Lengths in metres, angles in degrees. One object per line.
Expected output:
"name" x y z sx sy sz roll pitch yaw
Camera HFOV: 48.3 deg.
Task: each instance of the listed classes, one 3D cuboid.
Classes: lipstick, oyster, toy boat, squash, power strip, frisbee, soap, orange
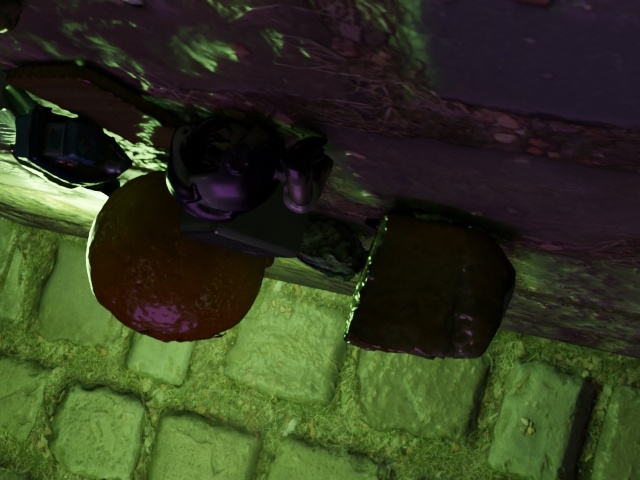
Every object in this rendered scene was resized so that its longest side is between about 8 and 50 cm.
"lipstick" -0.493 -0.110 1.719 0.051 0.051 0.312 12 172 3
"oyster" 0.000 0.000 1.522 0.198 0.112 0.268 33 -171 26
"toy boat" -0.366 -0.142 1.113 0.098 0.109 0.238 1 177 12
"squash" -0.555 -0.160 1.444 0.069 0.069 0.258 12 169 10
"power strip" -0.100 -0.047 1.197 0.224 0.139 0.140 19 167 -34
"frisbee" 0.171 -0.029 1.317 0.211 0.012 0.187 12 170 16
"soap" -0.497 -0.200 1.074 0.115 0.063 0.198 8 172 -6
"orange" -0.265 0.019 1.357 0.341 0.293 0.340 22 -158 -9

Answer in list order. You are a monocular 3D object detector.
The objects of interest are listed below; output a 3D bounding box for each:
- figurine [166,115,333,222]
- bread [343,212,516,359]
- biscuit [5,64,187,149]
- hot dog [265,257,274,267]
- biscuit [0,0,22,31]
"figurine" -0.102 -0.090 0.962 0.223 0.145 0.145 10 171 17
"bread" 0.192 0.104 1.304 0.264 0.239 0.395 13 172 4
"biscuit" -0.284 -0.182 1.000 0.172 0.029 0.255 8 169 33
"hot dog" -0.207 0.014 2.005 0.100 0.068 0.249 24 175 29
"biscuit" -0.318 -0.240 0.656 0.174 0.038 0.183 11 171 5
